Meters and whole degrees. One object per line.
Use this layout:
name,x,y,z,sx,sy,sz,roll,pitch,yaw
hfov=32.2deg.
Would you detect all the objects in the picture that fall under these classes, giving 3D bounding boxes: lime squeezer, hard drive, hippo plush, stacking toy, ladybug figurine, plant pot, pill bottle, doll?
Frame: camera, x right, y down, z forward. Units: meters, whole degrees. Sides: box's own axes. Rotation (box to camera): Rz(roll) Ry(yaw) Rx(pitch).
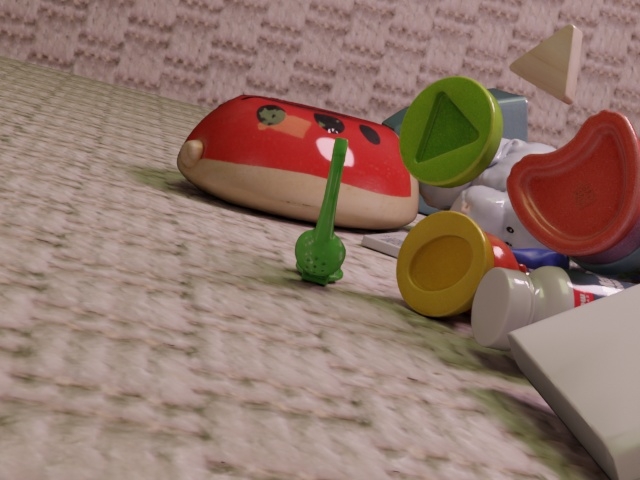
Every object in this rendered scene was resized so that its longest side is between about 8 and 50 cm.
lime squeezer,0.000,0.000,1.268,0.059,0.109,0.310,-1,-21,-1
hard drive,0.358,0.074,0.914,0.353,0.047,0.233,-20,20,-4
hippo plush,0.306,-0.037,1.784,0.294,0.234,0.236,1,40,3
stacking toy,0.235,-0.063,1.254,0.309,0.279,0.130,-23,-28,34
ladybug figurine,-0.022,-0.127,1.746,0.449,0.161,0.305,6,14,-44
plant pot,0.253,-0.165,2.192,0.252,0.247,0.248,-3,12,-7
pill bottle,0.250,0.084,1.118,0.180,0.108,0.108,12,10,-17
doll,0.339,0.045,1.512,0.189,0.129,0.046,10,-29,2

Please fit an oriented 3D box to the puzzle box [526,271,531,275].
puzzle box,0.425,0.131,1.284,0.272,0.052,0.409,10,11,-26

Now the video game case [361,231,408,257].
video game case,0.158,0.020,1.610,0.157,0.019,0.143,20,11,25

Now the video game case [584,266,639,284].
video game case,0.419,0.034,1.292,0.204,0.025,0.285,0,18,30
